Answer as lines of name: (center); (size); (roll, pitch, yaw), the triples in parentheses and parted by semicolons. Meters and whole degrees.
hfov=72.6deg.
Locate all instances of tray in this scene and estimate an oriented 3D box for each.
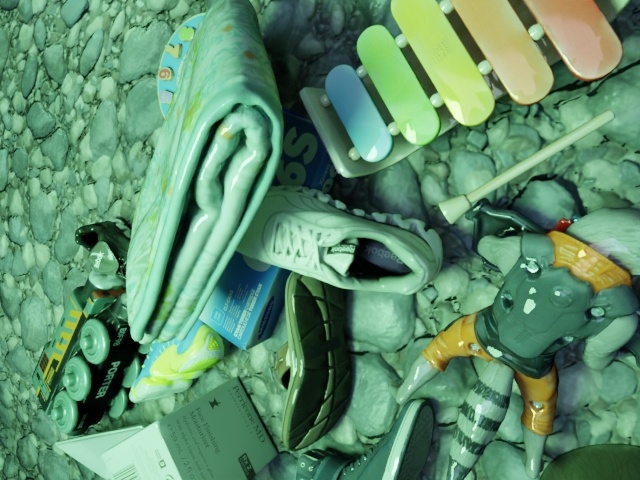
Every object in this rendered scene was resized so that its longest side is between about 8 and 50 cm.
tray: (-0.381, 0.407, 0.849); (0.270, 0.030, 0.145); (-21, 118, 27)

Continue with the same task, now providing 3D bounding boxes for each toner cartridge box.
toner cartridge box: (-0.098, -0.025, 0.665); (0.165, 0.075, 0.348); (29, 107, 22)

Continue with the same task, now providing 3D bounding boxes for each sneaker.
sneaker: (0.000, 0.000, 0.529); (0.292, 0.118, 0.110); (10, 106, 14)
sneaker: (-0.263, 0.196, 0.777); (0.240, 0.091, 0.126); (-34, 61, 26)
sneaker: (-0.353, 0.038, 0.781); (0.234, 0.106, 0.078); (35, 110, 20)
sneaker: (0.054, 0.305, 0.615); (0.163, 0.086, 0.226); (18, 82, 43)

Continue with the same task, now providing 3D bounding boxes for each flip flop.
flip flop: (-0.022, 0.167, 0.638); (0.080, 0.112, 0.277); (7, 101, 52)

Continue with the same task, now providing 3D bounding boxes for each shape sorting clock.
shape sorting clock: (-0.196, -0.262, 0.710); (0.206, 0.040, 0.206); (3, 96, 26)

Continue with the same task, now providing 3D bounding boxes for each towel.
towel: (-0.166, -0.091, 0.559); (0.374, 0.090, 0.320); (-55, 36, 32)

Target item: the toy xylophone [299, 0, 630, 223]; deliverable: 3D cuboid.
toy xylophone: (0.148, -0.165, 0.440); (0.322, 0.081, 0.236); (-40, 78, 24)

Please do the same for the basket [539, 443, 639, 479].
basket: (0.317, 0.322, 0.405); (0.204, 0.227, 0.154); (-1, 95, 26)

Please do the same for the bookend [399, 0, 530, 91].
bookend: (0.161, -0.253, 0.513); (0.156, 0.072, 0.157); (-4, 93, 27)

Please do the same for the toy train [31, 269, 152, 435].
toy train: (-0.436, 0.211, 0.830); (0.190, 0.142, 0.334); (41, 111, 28)

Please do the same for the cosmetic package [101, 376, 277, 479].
cosmetic package: (-0.201, 0.340, 0.691); (0.151, 0.183, 0.151); (-36, 79, 26)

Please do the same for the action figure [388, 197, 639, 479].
action figure: (0.258, 0.120, 0.449); (0.341, 0.178, 0.330); (32, 118, 24)
